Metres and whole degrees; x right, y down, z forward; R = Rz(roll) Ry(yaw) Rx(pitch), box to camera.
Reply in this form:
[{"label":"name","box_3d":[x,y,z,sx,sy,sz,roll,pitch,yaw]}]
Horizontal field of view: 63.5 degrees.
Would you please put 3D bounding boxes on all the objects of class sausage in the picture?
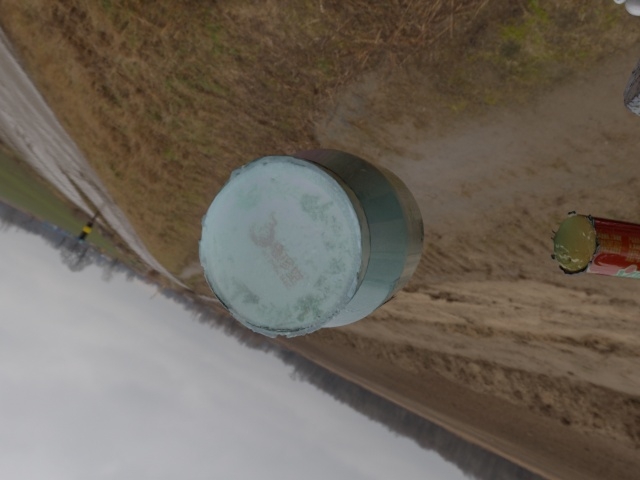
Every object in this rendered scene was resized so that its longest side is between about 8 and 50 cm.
[{"label":"sausage","box_3d":[0.426,0.017,0.642,0.264,0.083,0.083,7,171,-11]}]

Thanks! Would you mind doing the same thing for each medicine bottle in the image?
[{"label":"medicine bottle","box_3d":[0.000,0.000,0.687,0.245,0.244,0.290,25,-169,15]}]

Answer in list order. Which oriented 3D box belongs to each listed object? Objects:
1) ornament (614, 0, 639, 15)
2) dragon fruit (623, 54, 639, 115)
[{"label":"ornament","box_3d":[0.479,-0.405,0.731,0.178,0.177,0.177,27,167,7]},{"label":"dragon fruit","box_3d":[0.667,-0.315,0.849,0.204,0.221,0.283,18,179,12]}]
